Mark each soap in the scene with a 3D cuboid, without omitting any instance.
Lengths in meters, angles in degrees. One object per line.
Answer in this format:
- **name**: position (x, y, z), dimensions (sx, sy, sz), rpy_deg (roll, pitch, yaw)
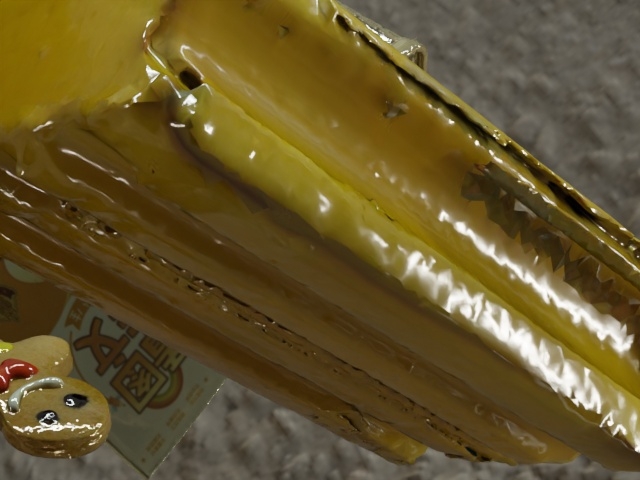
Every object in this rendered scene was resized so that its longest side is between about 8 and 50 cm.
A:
- **soap**: position (0.000, 0.000, 0.674), dimensions (0.324, 0.204, 0.096), rpy_deg (33, 66, -37)

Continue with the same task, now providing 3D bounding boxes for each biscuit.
- **biscuit**: position (-0.262, 0.103, 1.227), dimensions (0.240, 0.035, 0.158), rpy_deg (20, 31, 25)

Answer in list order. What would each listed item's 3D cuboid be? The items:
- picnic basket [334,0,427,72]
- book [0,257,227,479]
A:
- **picnic basket**: position (-0.055, -0.062, 1.487), dimensions (0.175, 0.228, 0.313), rpy_deg (33, 53, 27)
- **book**: position (-0.228, 0.087, 1.730), dimensions (0.295, 0.020, 0.208), rpy_deg (45, 66, -19)
